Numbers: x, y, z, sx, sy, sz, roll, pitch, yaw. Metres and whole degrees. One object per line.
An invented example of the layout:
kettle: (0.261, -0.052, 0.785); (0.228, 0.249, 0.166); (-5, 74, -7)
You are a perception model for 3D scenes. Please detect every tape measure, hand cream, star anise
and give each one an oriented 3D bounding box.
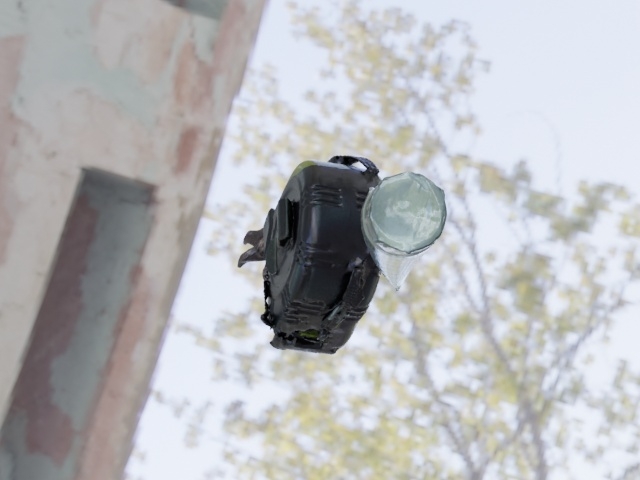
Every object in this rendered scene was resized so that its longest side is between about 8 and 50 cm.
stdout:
tape measure: (0.000, 0.000, 1.503); (0.186, 0.112, 0.199); (118, 155, -48)
hand cream: (0.049, -0.009, 0.947); (0.205, 0.050, 0.078); (107, 146, -85)
star anise: (-0.049, 0.006, 1.940); (0.141, 0.141, 0.042); (-44, -46, -45)
